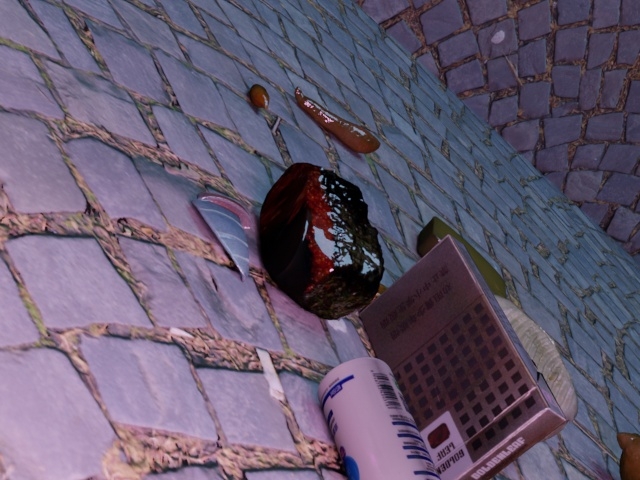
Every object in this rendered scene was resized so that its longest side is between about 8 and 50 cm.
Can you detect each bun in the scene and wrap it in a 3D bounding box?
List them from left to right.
[{"bbox_3d":[0.262,0.194,1.501,0.239,0.141,0.239,38,27,-23],"label":"bun"}]

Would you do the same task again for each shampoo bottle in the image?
[{"bbox_3d":[0.082,0.261,1.052,0.092,0.092,0.303,30,26,-41],"label":"shampoo bottle"}]

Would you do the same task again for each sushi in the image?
[{"bbox_3d":[0.000,0.000,1.334,0.126,0.136,0.225,28,30,-25],"label":"sushi"}]

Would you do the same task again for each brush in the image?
[{"bbox_3d":[0.268,0.049,1.932,0.197,0.059,0.123,43,22,-8],"label":"brush"}]

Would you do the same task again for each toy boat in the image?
[{"bbox_3d":[-0.114,-0.008,1.260,0.096,0.034,0.122,27,28,-33],"label":"toy boat"}]

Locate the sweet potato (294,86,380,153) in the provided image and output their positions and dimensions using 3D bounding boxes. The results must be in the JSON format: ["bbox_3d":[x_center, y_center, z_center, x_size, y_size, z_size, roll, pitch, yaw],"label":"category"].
[{"bbox_3d":[0.030,-0.229,2.004,0.214,0.050,0.050,31,24,-26],"label":"sweet potato"}]

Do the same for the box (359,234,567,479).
[{"bbox_3d":[0.169,0.156,1.309,0.047,0.180,0.325,33,22,-38],"label":"box"}]

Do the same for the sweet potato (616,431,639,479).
[{"bbox_3d":[0.651,0.495,1.778,0.422,0.130,0.130,50,18,-13],"label":"sweet potato"}]

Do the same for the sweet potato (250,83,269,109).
[{"bbox_3d":[-0.108,-0.252,1.769,0.034,0.034,0.095,36,12,-30],"label":"sweet potato"}]

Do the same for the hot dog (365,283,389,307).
[{"bbox_3d":[0.102,0.097,1.507,0.144,0.038,0.062,29,23,-47],"label":"hot dog"}]
